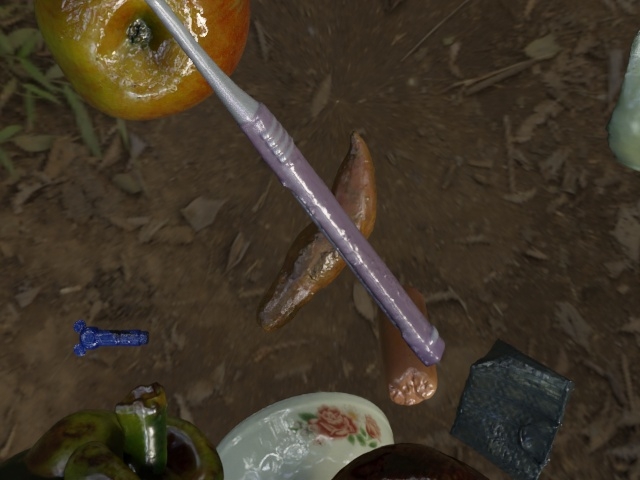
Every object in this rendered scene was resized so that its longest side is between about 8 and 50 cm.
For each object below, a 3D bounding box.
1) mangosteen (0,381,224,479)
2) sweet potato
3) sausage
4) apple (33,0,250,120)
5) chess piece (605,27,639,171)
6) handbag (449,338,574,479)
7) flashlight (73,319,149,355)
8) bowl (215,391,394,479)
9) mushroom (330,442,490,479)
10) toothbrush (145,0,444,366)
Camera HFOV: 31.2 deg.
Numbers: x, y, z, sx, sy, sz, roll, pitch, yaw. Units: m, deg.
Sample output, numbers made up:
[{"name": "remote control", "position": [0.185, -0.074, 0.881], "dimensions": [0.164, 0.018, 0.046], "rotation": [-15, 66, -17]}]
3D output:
[{"name": "mangosteen", "position": [-0.189, 0.311, 1.052], "dimensions": [0.313, 0.297, 0.297], "rotation": [-24, 96, 22]}, {"name": "sweet potato", "position": [0.014, 0.003, 1.846], "dimensions": [0.106, 0.095, 0.355], "rotation": [26, 96, -19]}, {"name": "sausage", "position": [0.138, 0.165, 1.858], "dimensions": [0.086, 0.289, 0.086], "rotation": [0, 120, -1]}, {"name": "apple", "position": [-0.223, -0.300, 1.502], "dimensions": [0.301, 0.301, 0.302], "rotation": [0, 97, 1]}, {"name": "chess piece", "position": [0.307, -0.061, 0.667], "dimensions": [0.243, 0.133, 0.133], "rotation": [27, 97, 27]}, {"name": "handbag", "position": [0.317, 0.285, 1.893], "dimensions": [0.175, 0.088, 0.270], "rotation": [33, 137, 25]}, {"name": "flashlight", "position": [-0.331, 0.154, 1.818], "dimensions": [0.121, 0.035, 0.057], "rotation": [-1, 86, 3]}, {"name": "bowl", "position": [-0.009, 0.349, 1.565], "dimensions": [0.277, 0.145, 0.277], "rotation": [-12, 131, -14]}, {"name": "mushroom", "position": [0.091, 0.418, 1.286], "dimensions": [0.345, 0.259, 0.345], "rotation": [3, 100, 19]}, {"name": "toothbrush", "position": [-0.014, -0.046, 0.619], "dimensions": [0.029, 0.024, 0.354], "rotation": [-20, 127, 24]}]
